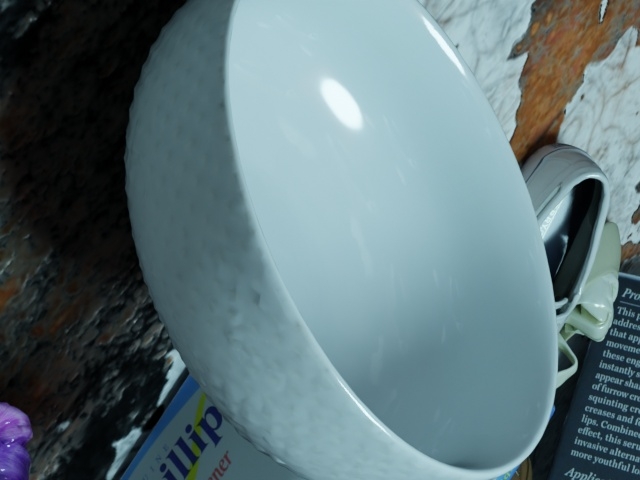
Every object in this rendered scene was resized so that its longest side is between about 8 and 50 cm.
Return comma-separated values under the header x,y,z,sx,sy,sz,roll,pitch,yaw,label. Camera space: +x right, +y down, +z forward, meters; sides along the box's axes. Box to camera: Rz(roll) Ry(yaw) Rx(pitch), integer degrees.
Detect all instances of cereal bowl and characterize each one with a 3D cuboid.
x,y,z,sx,sy,sz,roll,pitch,yaw,label
0.000,0.000,1.003,0.141,0.339,0.339,-24,164,30,cereal bowl

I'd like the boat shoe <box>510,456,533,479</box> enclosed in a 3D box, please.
x,y,z,sx,sy,sz,roll,pitch,yaw,label
0.118,0.258,1.493,0.307,0.110,0.105,-56,136,-64,boat shoe

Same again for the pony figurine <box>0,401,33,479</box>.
x,y,z,sx,sy,sz,roll,pitch,yaw,label
-0.161,0.224,0.930,0.351,0.302,0.364,35,47,-50,pony figurine

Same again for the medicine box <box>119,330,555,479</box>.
x,y,z,sx,sy,sz,roll,pitch,yaw,label
0.010,0.172,1.276,0.263,0.149,0.289,-57,150,2,medicine box

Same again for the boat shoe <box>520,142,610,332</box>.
x,y,z,sx,sy,sz,roll,pitch,yaw,label
0.170,0.045,1.412,0.095,0.084,0.258,13,105,-16,boat shoe

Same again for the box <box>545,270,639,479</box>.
x,y,z,sx,sy,sz,roll,pitch,yaw,label
0.367,0.273,1.697,0.293,0.212,0.396,40,67,-60,box

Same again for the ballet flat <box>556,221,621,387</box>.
x,y,z,sx,sy,sz,roll,pitch,yaw,label
0.218,0.082,1.543,0.248,0.086,0.086,-42,146,-22,ballet flat
